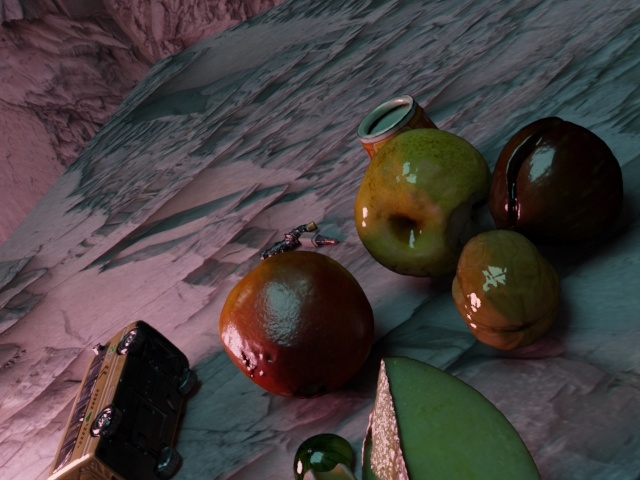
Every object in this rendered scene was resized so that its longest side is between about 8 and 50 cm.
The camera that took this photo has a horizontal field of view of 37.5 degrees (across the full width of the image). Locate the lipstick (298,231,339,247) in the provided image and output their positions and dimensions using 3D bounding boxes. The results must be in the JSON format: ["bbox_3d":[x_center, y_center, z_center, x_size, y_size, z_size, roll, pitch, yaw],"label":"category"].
[{"bbox_3d":[0.000,0.000,2.020,0.107,0.025,0.025,6,50,45],"label":"lipstick"}]

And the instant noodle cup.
[{"bbox_3d":[0.181,-0.165,1.841,0.193,0.212,0.193,-29,28,17],"label":"instant noodle cup"}]

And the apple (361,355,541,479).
[{"bbox_3d":[0.143,0.315,1.168,0.254,0.179,0.346,-31,38,13],"label":"apple"}]

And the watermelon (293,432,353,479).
[{"bbox_3d":[-0.004,0.339,1.453,0.105,0.062,0.105,-33,29,21],"label":"watermelon"}]

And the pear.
[{"bbox_3d":[0.186,-0.069,1.653,0.271,0.271,0.271,-30,28,18],"label":"pear"}]

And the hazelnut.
[{"bbox_3d":[0.371,-0.078,1.496,0.218,0.218,0.234,-37,-8,3],"label":"hazelnut"}]

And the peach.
[{"bbox_3d":[-0.042,0.149,1.603,0.281,0.238,0.281,0,37,0],"label":"peach"}]

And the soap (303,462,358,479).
[{"bbox_3d":[0.036,0.391,1.192,0.073,0.140,0.232,-6,9,-13],"label":"soap"}]

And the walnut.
[{"bbox_3d":[0.277,0.070,1.415,0.159,0.159,0.207,-31,27,15],"label":"walnut"}]

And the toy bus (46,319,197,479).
[{"bbox_3d":[-0.379,0.337,1.804,0.202,0.177,0.365,-32,28,25],"label":"toy bus"}]

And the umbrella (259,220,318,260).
[{"bbox_3d":[-0.070,0.002,2.086,0.144,0.040,0.037,-34,-14,10],"label":"umbrella"}]
